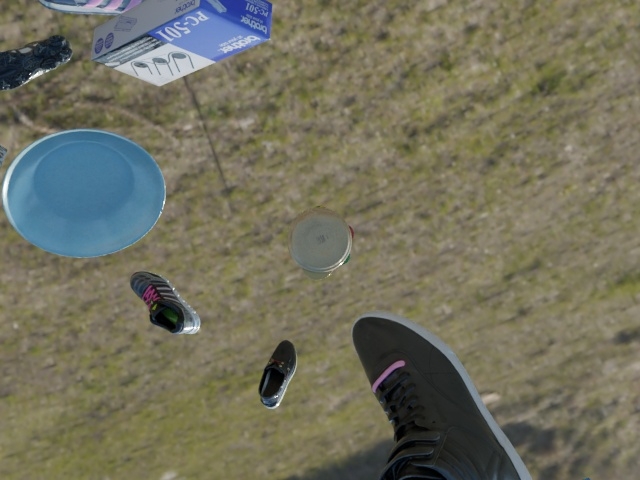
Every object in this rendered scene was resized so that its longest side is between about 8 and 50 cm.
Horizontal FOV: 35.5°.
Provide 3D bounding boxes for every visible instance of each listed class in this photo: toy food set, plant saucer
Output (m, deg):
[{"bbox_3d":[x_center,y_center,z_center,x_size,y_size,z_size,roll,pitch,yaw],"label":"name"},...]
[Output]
[{"bbox_3d":[0.000,0.000,1.223,0.082,0.083,0.020,-38,180,-10],"label":"toy food set"},{"bbox_3d":[-0.289,-0.064,1.222,0.195,0.037,0.195,-8,132,-9],"label":"plant saucer"}]

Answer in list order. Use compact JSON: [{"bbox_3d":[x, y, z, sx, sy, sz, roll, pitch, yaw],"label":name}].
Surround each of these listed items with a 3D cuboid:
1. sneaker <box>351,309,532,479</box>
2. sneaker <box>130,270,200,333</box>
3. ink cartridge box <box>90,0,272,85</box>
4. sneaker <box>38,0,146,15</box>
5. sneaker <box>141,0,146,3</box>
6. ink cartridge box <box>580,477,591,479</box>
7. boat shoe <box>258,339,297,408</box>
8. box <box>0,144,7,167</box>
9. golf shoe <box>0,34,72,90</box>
[{"bbox_3d":[0.104,0.199,1.098,0.147,0.296,0.104,-7,144,-52],"label":"sneaker"},{"bbox_3d":[-0.310,0.121,1.924,0.063,0.170,0.075,-52,167,19],"label":"sneaker"},{"bbox_3d":[-0.157,-0.229,1.104,0.097,0.046,0.207,16,161,-41],"label":"ink cartridge box"},{"bbox_3d":[-0.376,-0.490,1.851,0.319,0.112,0.131,-5,161,-7],"label":"sneaker"},{"bbox_3d":[-0.219,-0.356,1.636,0.091,0.126,0.240,9,-133,38],"label":"sneaker"},{"bbox_3d":[0.251,0.401,1.254,0.231,0.078,0.134,-16,131,-12],"label":"ink cartridge box"},{"bbox_3d":[-0.076,0.235,1.793,0.049,0.133,0.042,9,147,16],"label":"boat shoe"},{"bbox_3d":[-0.659,-0.169,1.924,0.094,0.137,0.027,37,106,-24],"label":"box"},{"bbox_3d":[-0.587,-0.348,1.977,0.198,0.077,0.094,-19,-164,-8],"label":"golf shoe"}]
